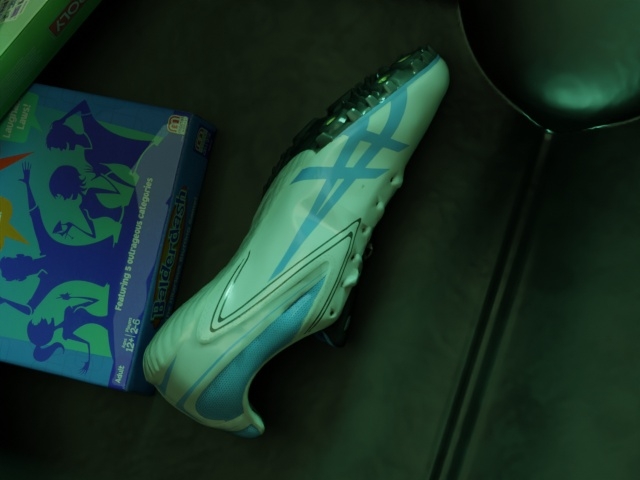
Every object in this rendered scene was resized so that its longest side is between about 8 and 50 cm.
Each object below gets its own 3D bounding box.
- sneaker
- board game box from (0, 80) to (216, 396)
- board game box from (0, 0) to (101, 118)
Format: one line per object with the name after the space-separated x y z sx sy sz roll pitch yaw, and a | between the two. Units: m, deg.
0.000 0.000 1.015 0.086 0.085 0.237 36 89 -10 | sneaker
-0.180 -0.011 1.072 0.210 0.047 0.160 11 85 16 | board game box
-0.207 -0.199 1.074 0.213 0.046 0.317 38 85 19 | board game box
